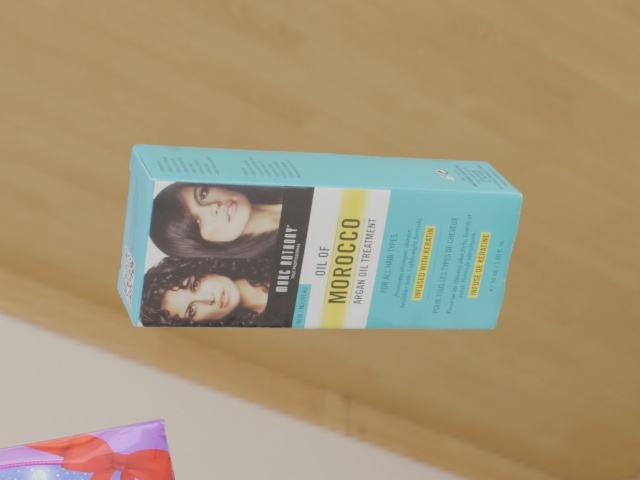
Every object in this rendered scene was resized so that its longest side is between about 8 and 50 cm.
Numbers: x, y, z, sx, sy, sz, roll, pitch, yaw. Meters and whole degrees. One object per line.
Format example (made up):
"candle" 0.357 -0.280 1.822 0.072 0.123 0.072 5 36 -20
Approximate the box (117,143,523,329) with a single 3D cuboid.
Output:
"box" 0.000 0.000 0.954 0.244 0.060 0.100 1 113 -19

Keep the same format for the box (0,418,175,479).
"box" -0.223 0.238 0.941 0.293 0.201 0.057 -9 166 -13
